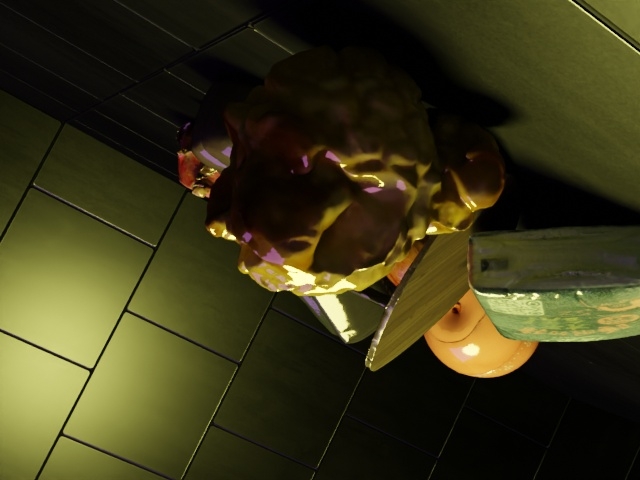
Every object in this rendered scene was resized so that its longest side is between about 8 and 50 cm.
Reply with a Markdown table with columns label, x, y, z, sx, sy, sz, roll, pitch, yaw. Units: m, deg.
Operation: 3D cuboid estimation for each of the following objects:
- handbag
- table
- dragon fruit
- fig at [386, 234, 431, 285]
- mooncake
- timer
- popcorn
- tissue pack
| label | x | y | z | sx | sy | sz | roll | pitch | yaw |
| --- | --- | --- | --- | --- | --- | --- | --- | --- | --- |
| handbag | 0.003 | -0.001 | 1.613 | 0.302 | 0.177 | 0.275 | 56 | -178 | -33 |
| table | 0.091 | -0.051 | 1.195 | 0.249 | 0.317 | 0.317 | 39 | 179 | 22 |
| dragon fruit | -0.198 | -0.135 | 1.886 | 0.282 | 0.147 | 0.211 | 28 | 173 | 3 |
| fig | 0.165 | 0.001 | 1.564 | 0.202 | 0.148 | 0.149 | 56 | 161 | 34 |
| mooncake | -0.084 | -0.150 | 1.390 | 0.244 | 0.133 | 0.245 | 21 | 168 | 4 |
| timer | 0.316 | 0.151 | 1.745 | 0.229 | 0.230 | 0.214 | 21 | -179 | 42 |
| popcorn | 0.032 | -0.082 | 0.971 | 0.332 | 0.265 | 0.225 | -11 | -164 | -2 |
| tissue pack | 0.331 | 0.065 | 1.210 | 0.227 | 0.103 | 0.315 | -2 | 164 | 17 |
